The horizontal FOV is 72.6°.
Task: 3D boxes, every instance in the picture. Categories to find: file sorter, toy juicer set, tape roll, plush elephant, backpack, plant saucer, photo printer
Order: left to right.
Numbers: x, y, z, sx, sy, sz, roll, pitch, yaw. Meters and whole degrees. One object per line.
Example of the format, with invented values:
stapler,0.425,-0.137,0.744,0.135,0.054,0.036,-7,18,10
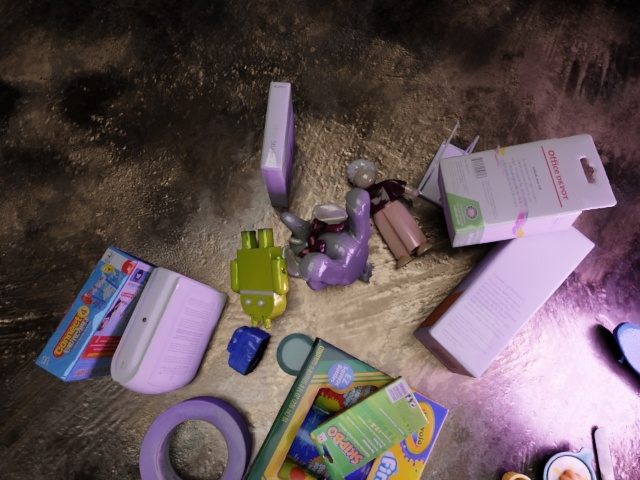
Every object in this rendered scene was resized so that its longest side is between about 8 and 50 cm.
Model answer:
photo printer,-0.391,0.247,1.142,0.107,0.256,0.308,16,78,24
tape roll,-0.326,0.562,1.152,0.274,0.090,0.275,0,78,0
backpack,-0.206,0.303,1.207,0.101,0.098,0.120,24,92,15
plant saucer,-0.066,0.323,1.236,0.119,0.021,0.120,0,78,1
plush elephant,0.000,0.000,1.201,0.255,0.330,0.272,24,76,29
file sorter,0.457,-0.178,1.263,0.277,0.173,0.193,29,80,6
toy juicer set,0.657,0.651,1.120,0.328,0.089,0.209,-22,78,-5

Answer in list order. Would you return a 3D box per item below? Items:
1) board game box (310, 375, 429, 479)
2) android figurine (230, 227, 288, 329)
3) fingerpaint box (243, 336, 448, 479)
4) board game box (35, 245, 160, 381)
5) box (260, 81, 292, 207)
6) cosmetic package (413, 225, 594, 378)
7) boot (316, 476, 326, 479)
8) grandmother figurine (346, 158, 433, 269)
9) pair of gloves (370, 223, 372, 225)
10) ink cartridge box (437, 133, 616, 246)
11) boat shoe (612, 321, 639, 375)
board game box,0.114,0.440,1.027,0.259,0.039,0.124,-27,80,-12
android figurine,-0.169,0.105,1.199,0.056,0.248,0.273,-2,90,-42
fingerpaint box,0.052,0.533,1.105,0.370,0.163,0.445,29,79,2
board game box,-0.519,0.193,1.125,0.086,0.308,0.302,27,78,7
box,-0.112,-0.248,1.209,0.058,0.322,0.233,5,77,-2
cosmetic package,0.472,0.140,1.164,0.453,0.230,0.161,-44,79,-9
boot,0.010,0.611,0.986,0.114,0.037,0.106,45,95,8
grandmother figurine,0.194,-0.099,1.284,0.207,0.104,0.343,-34,80,-1
pair of gloves,0.111,-0.048,1.294,0.010,0.074,0.083,-17,62,-49
ink cartridge box,0.484,-0.119,1.067,0.353,0.119,0.207,-9,68,10
boat shoe,0.885,0.340,1.191,0.109,0.089,0.258,-32,84,7
